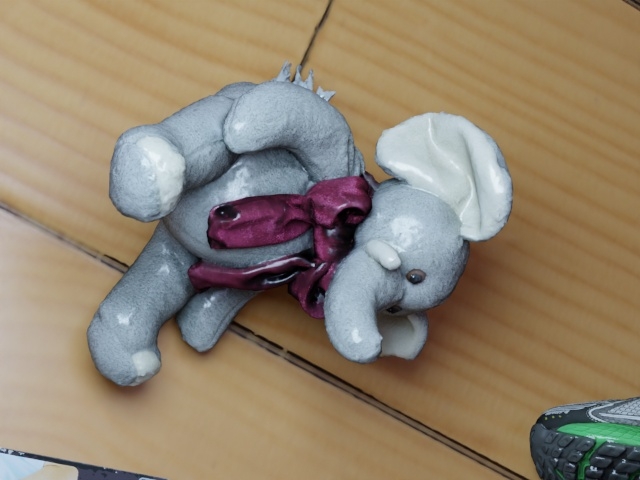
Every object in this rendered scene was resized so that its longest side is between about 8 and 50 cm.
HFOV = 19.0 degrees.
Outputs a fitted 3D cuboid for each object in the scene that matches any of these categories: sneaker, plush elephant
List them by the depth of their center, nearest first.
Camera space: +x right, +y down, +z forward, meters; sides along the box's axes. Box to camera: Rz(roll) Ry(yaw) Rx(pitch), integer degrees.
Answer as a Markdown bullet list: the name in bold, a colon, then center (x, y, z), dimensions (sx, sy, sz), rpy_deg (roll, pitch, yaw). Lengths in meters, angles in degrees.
- **plush elephant**: center (0.000, 0.000, 1.538), dimensions (0.255, 0.271, 0.330), rpy_deg (29, 43, 14)
- **sneaker**: center (0.347, 0.171, 1.726), dimensions (0.344, 0.134, 0.146), rpy_deg (0, 54, -17)

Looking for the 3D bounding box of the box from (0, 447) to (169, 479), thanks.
- **box**: center (-0.279, 0.198, 1.449), dimensions (0.290, 0.169, 0.087), rpy_deg (14, 77, -19)
